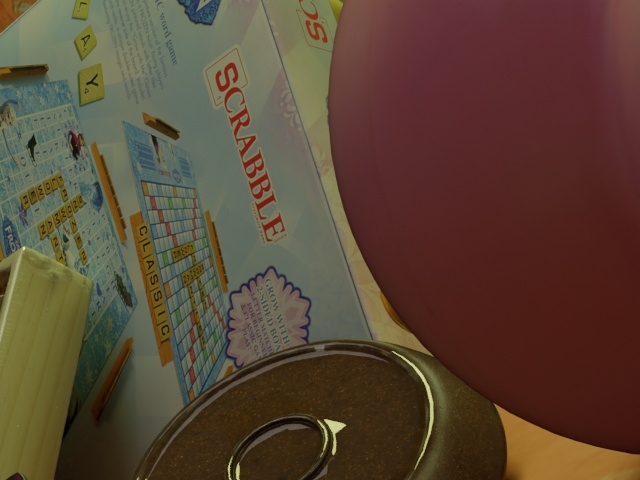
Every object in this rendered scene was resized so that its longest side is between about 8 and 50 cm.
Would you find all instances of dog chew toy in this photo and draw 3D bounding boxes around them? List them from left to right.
[{"bbox_3d":[0.143,-0.042,0.338,0.206,0.206,0.332,-40,17,-24],"label":"dog chew toy"}]

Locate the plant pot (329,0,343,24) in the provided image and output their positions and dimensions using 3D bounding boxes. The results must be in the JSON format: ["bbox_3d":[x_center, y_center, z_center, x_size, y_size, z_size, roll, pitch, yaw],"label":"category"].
[{"bbox_3d":[-0.039,-0.036,0.963,0.239,0.254,0.254,-51,8,0],"label":"plant pot"}]

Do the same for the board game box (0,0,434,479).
[{"bbox_3d":[-0.106,-0.012,0.824,0.318,0.318,0.066,-31,-24,34],"label":"board game box"}]

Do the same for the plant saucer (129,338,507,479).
[{"bbox_3d":[-0.012,0.092,0.539,0.168,0.029,0.168,-18,32,12],"label":"plant saucer"}]

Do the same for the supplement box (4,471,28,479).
[{"bbox_3d":[-0.166,0.195,0.563,0.188,0.104,0.081,-38,8,-13],"label":"supplement box"}]

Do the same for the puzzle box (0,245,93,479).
[{"bbox_3d":[-0.292,0.199,0.815,0.409,0.052,0.272,-30,41,37],"label":"puzzle box"}]
